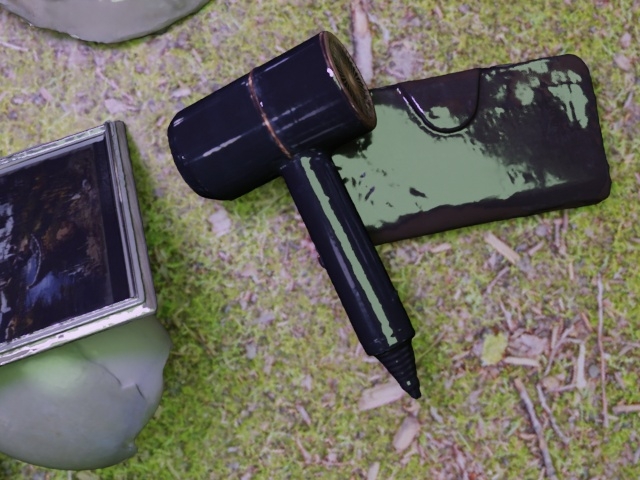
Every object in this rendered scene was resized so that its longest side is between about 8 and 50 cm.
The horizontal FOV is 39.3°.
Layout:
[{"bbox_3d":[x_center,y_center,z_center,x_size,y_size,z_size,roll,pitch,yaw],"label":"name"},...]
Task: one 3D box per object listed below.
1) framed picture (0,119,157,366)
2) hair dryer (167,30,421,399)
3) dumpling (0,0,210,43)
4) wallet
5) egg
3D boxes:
[{"bbox_3d":[-0.275,-0.002,0.807,0.232,0.296,0.019,-20,132,-4],"label":"framed picture"},{"bbox_3d":[0.000,0.000,0.859,0.189,0.107,0.352,-24,89,19],"label":"hair dryer"},{"bbox_3d":[-0.204,-0.353,0.864,0.395,0.233,0.315,-16,121,-18],"label":"dumpling"},{"bbox_3d":[0.137,-0.091,0.924,0.310,0.042,0.165,-10,92,-2],"label":"wallet"},{"bbox_3d":[-0.254,0.111,0.826,0.217,0.183,0.183,22,87,-13],"label":"egg"}]
